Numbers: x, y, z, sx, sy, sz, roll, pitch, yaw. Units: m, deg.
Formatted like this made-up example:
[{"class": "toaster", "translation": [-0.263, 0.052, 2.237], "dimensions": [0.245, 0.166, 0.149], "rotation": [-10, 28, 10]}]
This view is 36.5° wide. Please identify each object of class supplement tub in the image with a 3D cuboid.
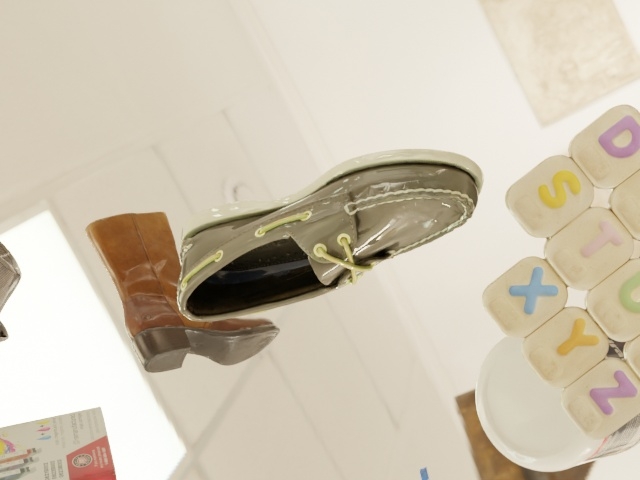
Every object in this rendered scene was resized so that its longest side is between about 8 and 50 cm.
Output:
[{"class": "supplement tub", "translation": [0.359, 0.214, 1.357], "dimensions": [0.272, 0.191, 0.191], "rotation": [6, -121, -52]}]

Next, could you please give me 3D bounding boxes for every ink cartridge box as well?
[{"class": "ink cartridge box", "translation": [-0.269, 0.248, 0.869], "dimensions": [0.128, 0.176, 0.127], "rotation": [-135, 37, -64]}]

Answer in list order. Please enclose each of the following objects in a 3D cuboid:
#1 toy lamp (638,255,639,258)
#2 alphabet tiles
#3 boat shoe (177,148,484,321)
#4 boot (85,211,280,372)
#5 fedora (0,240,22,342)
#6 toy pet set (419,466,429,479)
[{"class": "toy lamp", "translation": [0.524, 0.081, 1.316], "dimensions": [0.275, 0.080, 0.080], "rotation": [26, -141, -40]}, {"class": "alphabet tiles", "translation": [0.296, 0.030, 0.841], "dimensions": [0.284, 0.278, 0.021], "rotation": [53, -176, 2]}, {"class": "boat shoe", "translation": [0.002, 0.003, 0.865], "dimensions": [0.109, 0.305, 0.091], "rotation": [49, -144, -42]}, {"class": "boot", "translation": [-0.223, 0.075, 1.586], "dimensions": [0.264, 0.096, 0.280], "rotation": [-8, -125, -31]}, {"class": "fedora", "translation": [-0.487, 0.014, 1.218], "dimensions": [0.275, 0.124, 0.244], "rotation": [36, 176, -3]}, {"class": "toy pet set", "translation": [0.095, 0.323, 1.014], "dimensions": [0.122, 0.065, 0.114], "rotation": [-80, -25, -63]}]
